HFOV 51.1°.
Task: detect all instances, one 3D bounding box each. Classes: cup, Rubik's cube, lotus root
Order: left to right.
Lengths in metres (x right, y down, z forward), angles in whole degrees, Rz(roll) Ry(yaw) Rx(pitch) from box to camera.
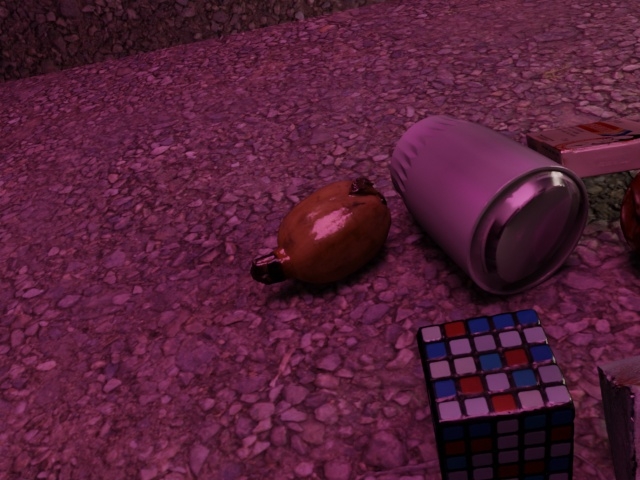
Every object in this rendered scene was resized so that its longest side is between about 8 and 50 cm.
[{"bbox_3d":[0.000,0.000,1.351,0.310,0.183,0.182,-34,41,-19],"label":"lotus root"},{"bbox_3d":[0.307,-0.087,1.291,0.253,0.253,0.371,-23,35,-10],"label":"cup"},{"bbox_3d":[0.245,0.231,0.957,0.184,0.187,0.182,-11,38,8],"label":"Rubik's cube"}]

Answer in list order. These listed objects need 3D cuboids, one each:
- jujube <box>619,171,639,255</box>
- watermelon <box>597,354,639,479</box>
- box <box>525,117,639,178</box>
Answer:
[{"bbox_3d":[0.684,-0.052,1.136,0.317,0.223,0.223,-2,39,6],"label":"jujube"},{"bbox_3d":[0.456,0.248,0.796,0.289,0.213,0.320,-16,41,42],"label":"watermelon"},{"bbox_3d":[0.563,-0.192,1.372,0.214,0.069,0.353,-8,15,9],"label":"box"}]
